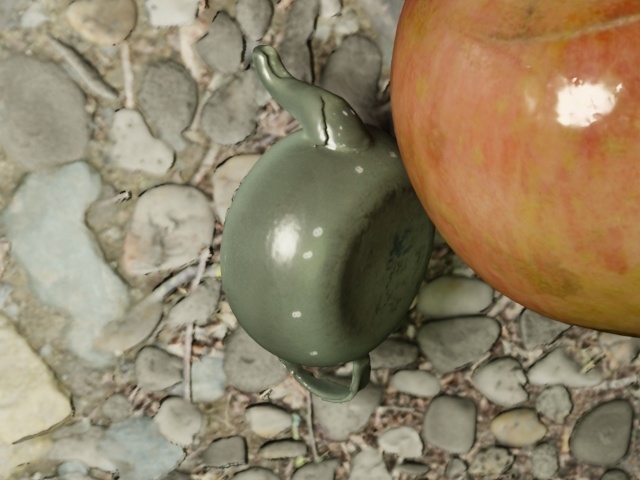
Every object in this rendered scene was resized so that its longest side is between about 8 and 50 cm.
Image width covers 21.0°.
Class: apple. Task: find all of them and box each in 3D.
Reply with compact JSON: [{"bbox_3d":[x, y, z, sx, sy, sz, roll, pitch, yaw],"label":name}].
[{"bbox_3d":[0.236,-0.103,1.243,0.363,0.364,0.364,-4,113,-9],"label":"apple"}]

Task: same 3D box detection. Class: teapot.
[{"bbox_3d":[0.000,0.000,1.340,0.193,0.129,0.294,-33,135,-42],"label":"teapot"}]
